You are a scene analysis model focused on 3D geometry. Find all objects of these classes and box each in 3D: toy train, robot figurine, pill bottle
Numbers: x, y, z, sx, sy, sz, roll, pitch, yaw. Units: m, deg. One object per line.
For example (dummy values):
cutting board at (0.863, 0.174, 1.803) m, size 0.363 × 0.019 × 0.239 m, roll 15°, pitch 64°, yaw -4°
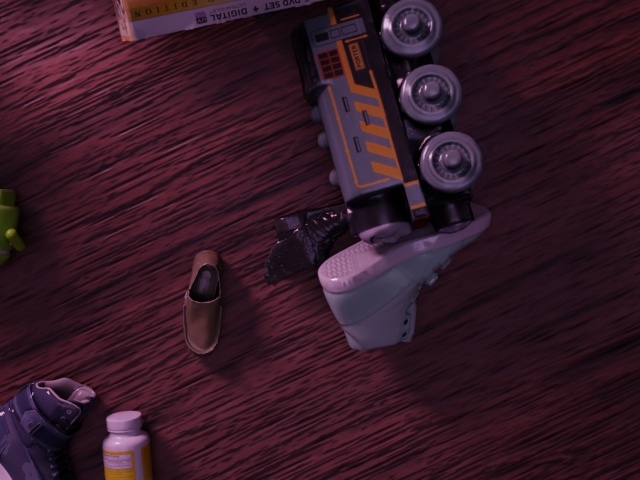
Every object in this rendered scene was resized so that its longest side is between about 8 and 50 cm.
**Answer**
toy train at (0.085, -0.158, 1.065) m, size 0.190 × 0.142 × 0.333 m, roll -16°, pitch 83°, yaw 4°
robot figurine at (-0.438, -0.014, 1.105) m, size 0.101 × 0.067 × 0.115 m, roll 14°, pitch 95°, yaw 7°
pill bottle at (-0.263, 0.296, 1.137) m, size 0.065 × 0.065 × 0.116 m, roll -3°, pitch 95°, yaw -2°

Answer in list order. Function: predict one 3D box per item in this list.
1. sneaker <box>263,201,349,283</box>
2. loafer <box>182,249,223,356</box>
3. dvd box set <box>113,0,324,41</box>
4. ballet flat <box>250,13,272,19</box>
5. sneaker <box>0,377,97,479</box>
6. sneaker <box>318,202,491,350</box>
sneaker at (0.000, 0.000, 1.132) m, size 0.170 × 0.051 × 0.089 m, roll -12°, pitch 95°, yaw 4°
loafer at (-0.161, 0.088, 1.131) m, size 0.056 × 0.050 × 0.147 m, roll 2°, pitch 94°, yaw -2°
dvd box set at (-0.127, -0.466, 0.949) m, size 0.308 × 0.062 × 0.420 m, roll -17°, pitch 110°, yaw -20°
ballet flat at (-0.053, -0.389, 1.089) m, size 0.067 × 0.073 × 0.206 m, roll 34°, pitch 92°, yaw 34°
sneaker at (-0.345, 0.293, 1.123) m, size 0.163 × 0.086 × 0.226 m, roll -38°, pitch 94°, yaw 4°
sneaker at (0.126, 0.050, 1.131) m, size 0.256 × 0.094 × 0.151 m, roll -26°, pitch 122°, yaw -15°
